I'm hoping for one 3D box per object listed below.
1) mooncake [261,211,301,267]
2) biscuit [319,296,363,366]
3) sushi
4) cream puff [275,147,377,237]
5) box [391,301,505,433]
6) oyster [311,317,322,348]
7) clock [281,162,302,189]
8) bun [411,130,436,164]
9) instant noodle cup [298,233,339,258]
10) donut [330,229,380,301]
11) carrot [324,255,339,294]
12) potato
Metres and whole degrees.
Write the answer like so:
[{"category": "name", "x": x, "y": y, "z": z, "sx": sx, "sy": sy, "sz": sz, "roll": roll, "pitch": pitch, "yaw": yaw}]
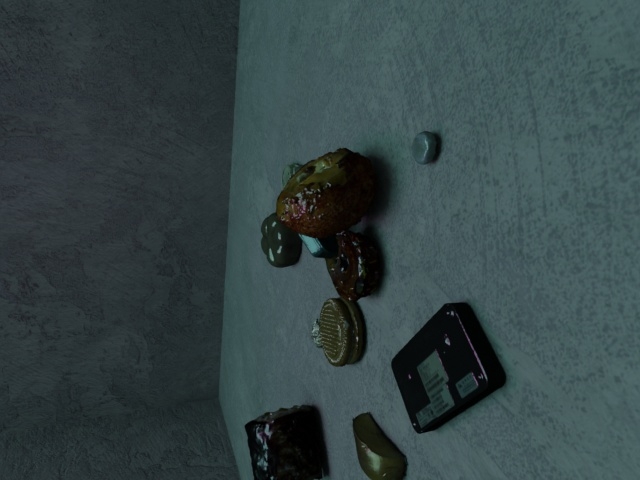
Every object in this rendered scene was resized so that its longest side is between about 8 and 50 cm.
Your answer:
[{"category": "mooncake", "x": -0.186, "y": -0.004, "z": 2.122, "sx": 0.275, "sy": 0.135, "sz": 0.275, "roll": 14, "pitch": 106, "yaw": 62}, {"category": "biscuit", "x": 0.070, "y": 0.322, "z": 1.609, "sx": 0.259, "sy": 0.079, "sz": 0.260, "roll": 179, "pitch": 90, "yaw": -68}, {"category": "sushi", "x": -0.155, "y": 0.861, "z": 1.902, "sx": 0.281, "sy": 0.299, "sz": 0.295, "roll": 112, "pitch": 149, "yaw": -73}, {"category": "cream puff", "x": 0.028, "y": -0.135, "z": 1.425, "sx": 0.229, "sy": 0.350, "sz": 0.350, "roll": 54, "pitch": 169, "yaw": -24}, {"category": "box", "x": 0.292, "y": 0.320, "z": 1.118, "sx": 0.350, "sy": 0.058, "sz": 0.211, "roll": 114, "pitch": 145, "yaw": -47}, {"category": "oyster", "x": -0.014, "y": 0.385, "z": 1.861, "sx": 0.098, "sy": 0.037, "sz": 0.100, "roll": 112, "pitch": 147, "yaw": -44}, {"category": "clock", "x": -0.129, "y": -0.274, "z": 2.053, "sx": 0.191, "sy": 0.062, "sz": 0.152, "roll": -135, "pitch": 48, "yaw": -59}, {"category": "bun", "x": 0.266, "y": -0.234, "z": 1.152, "sx": 0.083, "sy": 0.045, "sz": 0.083, "roll": 175, "pitch": 90, "yaw": -68}, {"category": "instant noodle cup", "x": 0.000, "y": 0.000, "z": 1.590, "sx": 0.070, "sy": 0.179, "sz": 0.157, "roll": -42, "pitch": 67, "yaw": 20}, {"category": "donut", "x": 0.117, "y": 0.081, "z": 1.460, "sx": 0.216, "sy": 0.095, "sz": 0.231, "roll": -154, "pitch": 65, "yaw": -62}, {"category": "carrot", "x": 0.044, "y": 0.068, "z": 1.672, "sx": 0.342, "sy": 0.070, "sz": 0.070, "roll": -112, "pitch": 30, "yaw": -42}, {"category": "potato", "x": 0.159, "y": 0.660, "z": 1.406, "sx": 0.243, "sy": 0.098, "sz": 0.138, "roll": -147, "pitch": 56, "yaw": -64}]
